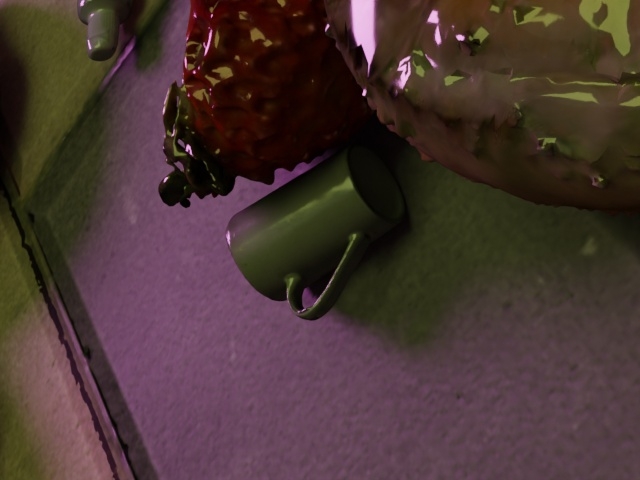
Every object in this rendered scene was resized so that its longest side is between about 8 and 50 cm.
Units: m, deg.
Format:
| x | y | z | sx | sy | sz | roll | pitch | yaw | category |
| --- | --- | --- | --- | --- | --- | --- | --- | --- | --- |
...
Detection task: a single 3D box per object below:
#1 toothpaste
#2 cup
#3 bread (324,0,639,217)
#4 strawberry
| x | y | z | sx | sy | sz | roll | pitch | yaw | category |
| --- | --- | --- | --- | --- | --- | --- | --- | --- | --- |
| -0.163 | -0.246 | 0.837 | 0.067 | 0.037 | 0.255 | -22 | 57 | 31 | toothpaste |
| -0.003 | -0.004 | 0.559 | 0.083 | 0.054 | 0.075 | -32 | 25 | 29 | cup |
| 0.135 | -0.153 | 0.412 | 0.305 | 0.158 | 0.306 | -16 | 64 | 37 | bread |
| -0.003 | -0.119 | 0.577 | 0.106 | 0.175 | 0.236 | 14 | 74 | 6 | strawberry |
